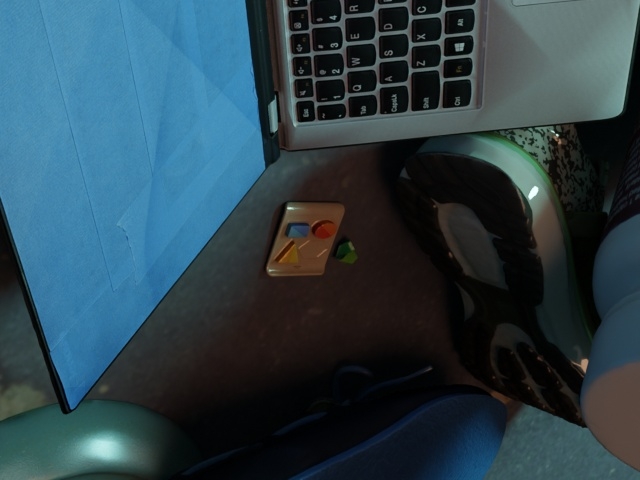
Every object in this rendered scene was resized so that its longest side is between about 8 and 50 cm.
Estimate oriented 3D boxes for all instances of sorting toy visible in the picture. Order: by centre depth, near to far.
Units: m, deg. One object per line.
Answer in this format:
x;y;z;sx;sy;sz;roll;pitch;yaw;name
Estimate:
0.000;0.000;1.086;0.083;0.012;0.062;0;117;-37;sorting toy

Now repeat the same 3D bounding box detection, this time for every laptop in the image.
0.023;-0.120;0.807;0.408;0.236;0.382;-6;139;-2;laptop

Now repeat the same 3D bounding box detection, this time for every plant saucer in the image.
-0.211;0.268;1.076;0.317;0.044;0.317;-19;127;-27;plant saucer

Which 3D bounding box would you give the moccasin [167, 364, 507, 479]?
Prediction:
0.019;0.167;1.134;0.342;0.117;0.137;-6;111;-47;moccasin

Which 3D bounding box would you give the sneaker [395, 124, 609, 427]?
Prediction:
0.209;0.017;1.182;0.182;0.158;0.410;-51;142;-22;sneaker

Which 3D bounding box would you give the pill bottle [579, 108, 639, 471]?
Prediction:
0.337;-0.015;1.072;0.224;0.224;0.392;60;43;-43;pill bottle
